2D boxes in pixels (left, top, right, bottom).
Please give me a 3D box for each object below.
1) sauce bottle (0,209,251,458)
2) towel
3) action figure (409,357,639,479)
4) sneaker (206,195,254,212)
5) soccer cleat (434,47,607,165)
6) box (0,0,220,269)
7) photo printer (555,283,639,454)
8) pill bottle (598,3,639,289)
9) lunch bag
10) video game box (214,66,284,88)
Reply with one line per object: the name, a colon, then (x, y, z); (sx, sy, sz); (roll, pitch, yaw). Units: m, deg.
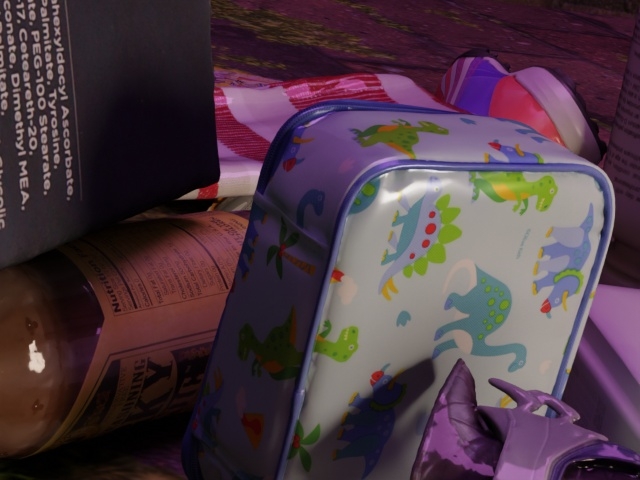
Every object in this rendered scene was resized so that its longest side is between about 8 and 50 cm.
sauce bottle: (-0.138, 0.052, 0.934); (0.111, 0.111, 0.344); (21, 20, 34)
towel: (-0.041, -0.076, 1.276); (0.329, 0.037, 0.237); (-5, 18, -20)
action figure: (0.180, 0.134, 0.751); (0.285, 0.185, 0.099); (9, 32, 17)
sneaker: (0.000, 0.000, 1.277); (0.215, 0.084, 0.083); (-9, 37, -42)
soccer cleat: (0.125, -0.084, 1.477); (0.116, 0.108, 0.318); (-31, 12, -6)
box: (-0.363, -0.117, 0.838); (0.480, 0.297, 0.472); (-2, 12, 21)
photo printer: (0.285, 0.116, 0.985); (0.308, 0.107, 0.256); (8, 15, -8)
pill bottle: (0.291, -0.069, 1.323); (0.160, 0.283, 0.160); (10, 15, -3)
lunch bag: (0.040, 0.047, 0.858); (0.176, 0.219, 0.090); (-1, 25, -33)
video game box: (-0.028, -0.091, 1.484); (0.205, 0.048, 0.187); (13, 18, 9)
